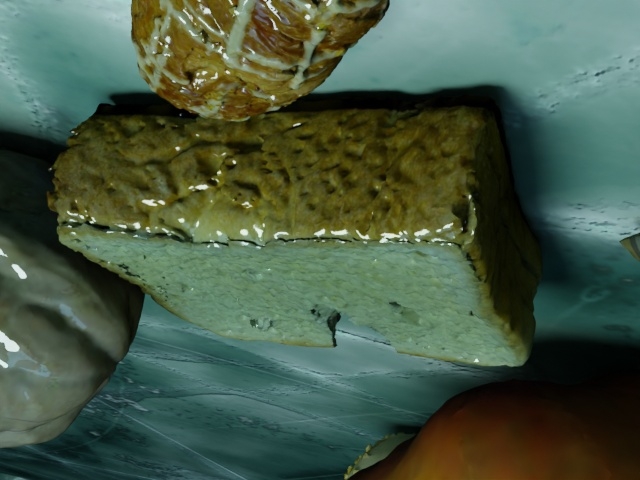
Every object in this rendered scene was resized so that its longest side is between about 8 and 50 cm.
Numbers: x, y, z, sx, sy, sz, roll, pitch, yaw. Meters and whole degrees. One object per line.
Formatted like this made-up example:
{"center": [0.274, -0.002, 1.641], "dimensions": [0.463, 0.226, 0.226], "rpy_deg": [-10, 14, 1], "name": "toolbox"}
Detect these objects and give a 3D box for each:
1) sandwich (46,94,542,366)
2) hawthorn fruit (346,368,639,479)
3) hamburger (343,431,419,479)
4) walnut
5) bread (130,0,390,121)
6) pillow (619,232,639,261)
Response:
{"center": [0.000, 0.002, 0.685], "dimensions": [0.273, 0.095, 0.249], "rpy_deg": [3, 158, 23], "name": "sandwich"}
{"center": [0.223, 0.341, 0.846], "dimensions": [0.471, 0.472, 0.472], "rpy_deg": [12, 157, 5], "name": "hawthorn fruit"}
{"center": [0.133, 0.361, 1.192], "dimensions": [0.302, 0.302, 0.170], "rpy_deg": [28, 145, -30], "name": "hamburger"}
{"center": [-0.237, 0.035, 0.744], "dimensions": [0.224, 0.224, 0.224], "rpy_deg": [12, 157, 5], "name": "walnut"}
{"center": [-0.032, -0.106, 0.482], "dimensions": [0.105, 0.076, 0.233], "rpy_deg": [22, 154, -22], "name": "bread"}
{"center": [0.288, 0.006, 0.600], "dimensions": [0.113, 0.038, 0.203], "rpy_deg": [33, 150, -31], "name": "pillow"}
